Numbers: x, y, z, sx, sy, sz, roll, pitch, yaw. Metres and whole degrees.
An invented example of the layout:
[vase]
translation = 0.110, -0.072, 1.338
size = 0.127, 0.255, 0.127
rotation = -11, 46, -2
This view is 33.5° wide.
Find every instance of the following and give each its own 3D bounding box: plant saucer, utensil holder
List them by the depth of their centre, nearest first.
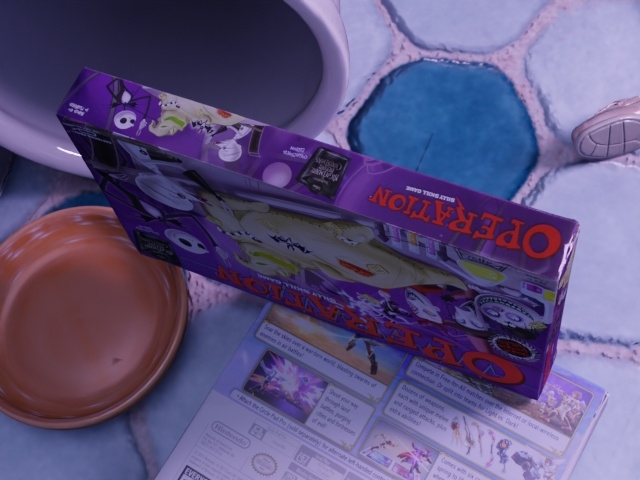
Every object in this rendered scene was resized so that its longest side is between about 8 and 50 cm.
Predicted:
[utensil holder]
translation = -0.139, -0.292, 0.908
size = 0.327, 0.327, 0.386
rotation = -4, 63, 8
[plant saucer]
translation = -0.207, 0.067, 0.914
size = 0.200, 0.037, 0.200
rotation = -3, 66, 8

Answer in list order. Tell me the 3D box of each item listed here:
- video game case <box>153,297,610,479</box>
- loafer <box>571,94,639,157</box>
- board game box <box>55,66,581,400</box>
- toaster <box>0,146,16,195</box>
[video game case]
translation = 0.042, 0.164, 0.813
size = 0.269, 0.061, 0.244
rotation = 27, 74, 20
[loafer]
translation = 0.270, -0.105, 0.908
size = 0.125, 0.045, 0.039
rotation = -16, 48, -5
[board game box]
translation = 0.000, 0.000, 0.746
size = 0.346, 0.208, 0.056
rotation = 19, 71, 18
[toaster]
translation = -0.355, -0.090, 0.948
size = 0.129, 0.146, 0.227
rotation = 6, 67, 13
